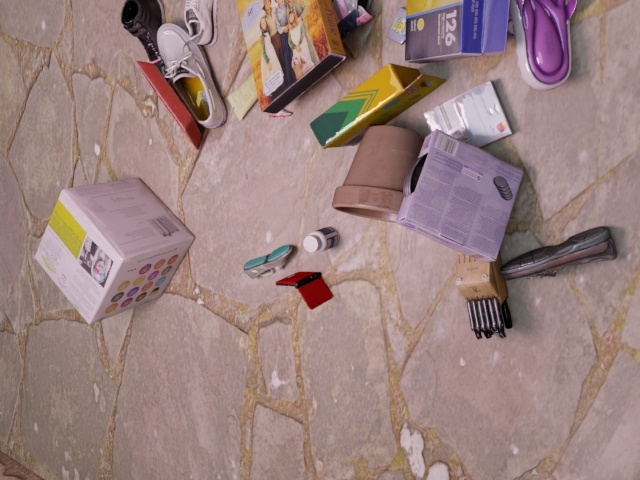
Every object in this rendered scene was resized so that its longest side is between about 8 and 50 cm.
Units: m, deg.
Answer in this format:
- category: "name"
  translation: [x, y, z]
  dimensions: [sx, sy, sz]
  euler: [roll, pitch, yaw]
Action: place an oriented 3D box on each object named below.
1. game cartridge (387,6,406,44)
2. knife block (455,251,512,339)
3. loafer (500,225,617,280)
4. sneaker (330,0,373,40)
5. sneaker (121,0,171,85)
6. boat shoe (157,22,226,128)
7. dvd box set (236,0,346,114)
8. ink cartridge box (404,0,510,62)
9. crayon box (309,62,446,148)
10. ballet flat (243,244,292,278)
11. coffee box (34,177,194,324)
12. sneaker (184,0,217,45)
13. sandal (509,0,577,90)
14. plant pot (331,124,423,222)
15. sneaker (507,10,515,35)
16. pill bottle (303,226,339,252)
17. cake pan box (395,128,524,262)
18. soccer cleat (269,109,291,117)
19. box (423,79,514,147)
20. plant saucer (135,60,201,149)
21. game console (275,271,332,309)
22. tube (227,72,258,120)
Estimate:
- category: "game cartridge"
  translation: [0.217, -0.564, 1.439]
  dimensions: [0.056, 0.017, 0.083]
  euler: [33, 116, 16]
- category: "knife block"
  translation: [0.439, 0.114, 1.439]
  dimensions: [0.088, 0.242, 0.275]
  euler: [-10, 51, 30]
- category: "loafer"
  translation: [0.578, 0.055, 1.329]
  dimensions: [0.267, 0.096, 0.084]
  euler: [-26, 99, 28]
- category: "sneaker"
  translation: [0.063, -0.595, 1.464]
  dimensions: [0.131, 0.112, 0.319]
  euler: [40, 119, 20]
- category: "sneaker"
  translation: [-0.574, -0.657, 1.798]
  dimensions: [0.104, 0.147, 0.296]
  euler: [-4, 100, 29]
- category: "boat shoe"
  translation: [-0.429, -0.524, 1.715]
  dimensions: [0.136, 0.156, 0.367]
  euler: [-23, 93, 13]
- category: "dvd box set"
  translation: [-0.098, -0.605, 1.489]
  dimensions: [0.307, 0.062, 0.420]
  euler: [-25, 73, 44]
- category: "ink cartridge box"
  translation: [0.308, -0.581, 1.265]
  dimensions: [0.307, 0.072, 0.303]
  euler: [-155, 63, -63]
- category: "crayon box"
  translation: [0.150, -0.358, 1.417]
  dimensions: [0.318, 0.202, 0.081]
  euler: [-30, 85, 30]
- category: "ballet flat"
  translation: [-0.159, 0.073, 1.782]
  dimensions: [0.213, 0.072, 0.068]
  euler: [-22, 117, 33]
- category: "coffee box"
  translation: [-0.725, 0.027, 1.929]
  dimensions: [0.338, 0.337, 0.334]
  euler: [44, 119, 14]
- category: "sneaker"
  translation: [-0.381, -0.733, 1.701]
  dimensions: [0.090, 0.095, 0.235]
  euler: [-2, 98, 32]
- category: "sandal"
  translation: [0.493, -0.546, 1.194]
  dimensions: [0.169, 0.102, 0.416]
  euler: [-17, 97, -12]
- category: "plant pot"
  translation: [0.174, -0.174, 1.436]
  dimensions: [0.263, 0.263, 0.229]
  euler: [9, 89, 28]
- category: "sneaker"
  translation: [0.397, -0.585, 1.290]
  dimensions: [0.104, 0.095, 0.236]
  euler: [-15, 95, 39]
- category: "pill bottle"
  translation: [0.000, 0.000, 1.631]
  dimensions: [0.067, 0.120, 0.067]
  euler: [7, 104, 29]
- category: "cake pan box"
  translation: [0.333, -0.107, 1.310]
  dimensions: [0.267, 0.070, 0.246]
  euler: [22, 75, -10]
- category: "soccer cleat"
  translation: [-0.125, -0.394, 1.668]
  dimensions: [0.083, 0.029, 0.035]
  euler: [9, 110, 33]
- category: "box"
  translation: [0.376, -0.301, 1.394]
  dimensions: [0.186, 0.038, 0.145]
  euler: [-22, 90, 33]
- category: "plant saucer"
  translation: [-0.471, -0.435, 1.751]
  dimensions: [0.048, 0.258, 0.259]
  euler: [-36, 89, -6]
- category: "game console"
  translation: [-0.050, 0.152, 1.680]
  dimensions: [0.124, 0.144, 0.085]
  euler: [0, 100, 30]
- category: "tube"
  translation: [-0.202, -0.480, 1.681]
  dimensions: [0.062, 0.070, 0.240]
  euler: [30, 131, -28]
